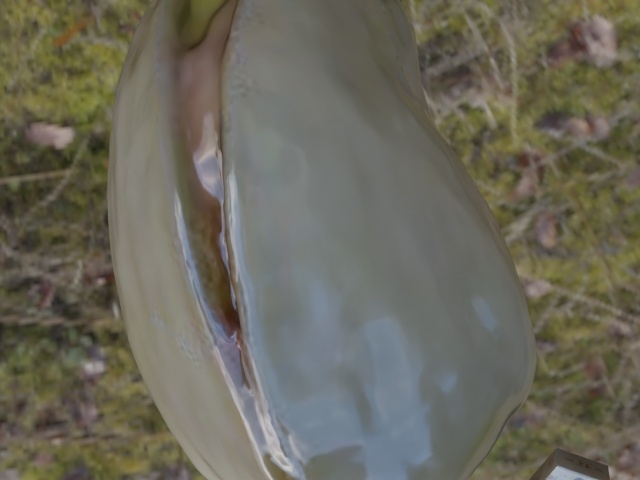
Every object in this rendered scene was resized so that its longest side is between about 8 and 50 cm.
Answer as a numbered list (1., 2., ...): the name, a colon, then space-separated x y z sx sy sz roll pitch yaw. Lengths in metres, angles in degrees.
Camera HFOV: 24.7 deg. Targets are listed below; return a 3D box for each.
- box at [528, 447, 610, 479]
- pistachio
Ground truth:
1. box: 0.210 0.221 1.282 0.053 0.024 0.083 19 133 -12
2. pistachio: 0.000 0.000 1.040 0.281 0.445 0.365 -12 175 21
